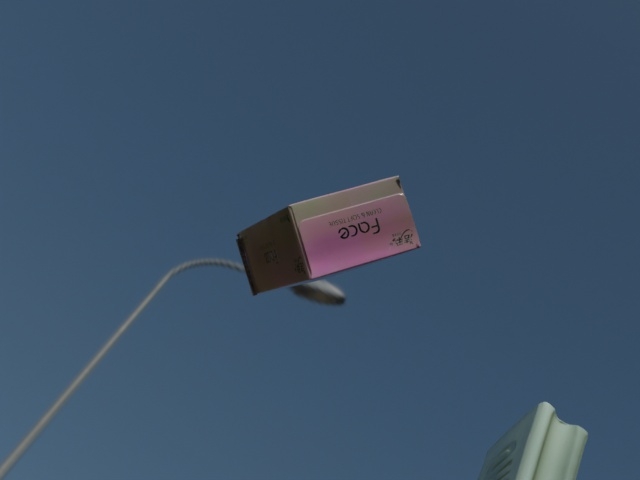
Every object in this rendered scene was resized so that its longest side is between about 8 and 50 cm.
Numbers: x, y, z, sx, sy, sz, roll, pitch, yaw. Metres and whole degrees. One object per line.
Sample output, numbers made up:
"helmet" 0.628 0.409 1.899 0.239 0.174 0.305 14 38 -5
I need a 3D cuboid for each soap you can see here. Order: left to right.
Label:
"soap" 0.267 0.361 1.425 0.087 0.265 0.160 37 -52 0

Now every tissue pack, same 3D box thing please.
"tissue pack" 0.000 0.000 1.279 0.246 0.148 0.093 161 -86 -71
